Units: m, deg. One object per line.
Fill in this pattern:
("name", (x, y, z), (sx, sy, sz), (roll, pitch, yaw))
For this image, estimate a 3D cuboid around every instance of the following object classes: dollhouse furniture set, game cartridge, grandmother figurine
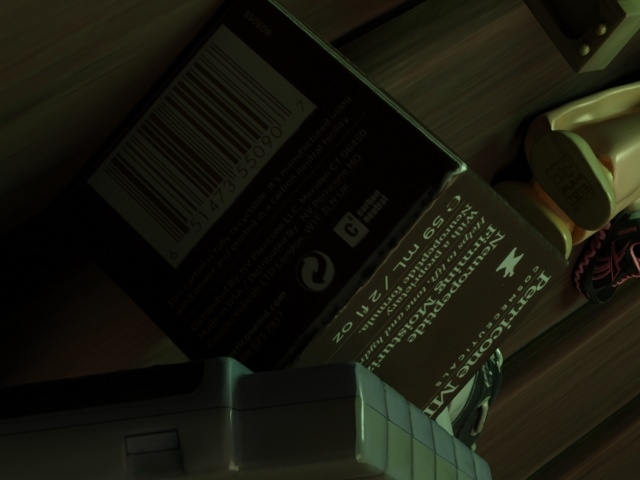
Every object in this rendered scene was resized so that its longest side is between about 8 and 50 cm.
("dollhouse furniture set", (0.117, -0.187, 1.054), (0.123, 0.144, 0.151), (-12, 151, -42))
("game cartridge", (-0.113, 0.123, 0.969), (0.355, 0.068, 0.230), (-9, 155, 17))
("grandmother figurine", (0.278, -0.099, 1.441), (0.342, 0.104, 0.208), (-30, 176, -37))

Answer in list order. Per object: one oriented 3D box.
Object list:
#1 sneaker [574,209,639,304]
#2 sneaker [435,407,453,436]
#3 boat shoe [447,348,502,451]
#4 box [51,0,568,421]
("sneaker", (0.241, 0.016, 1.576), (0.047, 0.057, 0.119), (-32, 151, -31))
("sneaker", (-0.075, 0.186, 1.192), (0.315, 0.127, 0.182), (-27, 153, 26))
("boat shoe", (0.079, 0.096, 1.390), (0.102, 0.108, 0.301), (-34, 153, -25))
("box", (0.000, 0.000, 1.075), (0.168, 0.167, 0.203), (-50, 153, 4))
